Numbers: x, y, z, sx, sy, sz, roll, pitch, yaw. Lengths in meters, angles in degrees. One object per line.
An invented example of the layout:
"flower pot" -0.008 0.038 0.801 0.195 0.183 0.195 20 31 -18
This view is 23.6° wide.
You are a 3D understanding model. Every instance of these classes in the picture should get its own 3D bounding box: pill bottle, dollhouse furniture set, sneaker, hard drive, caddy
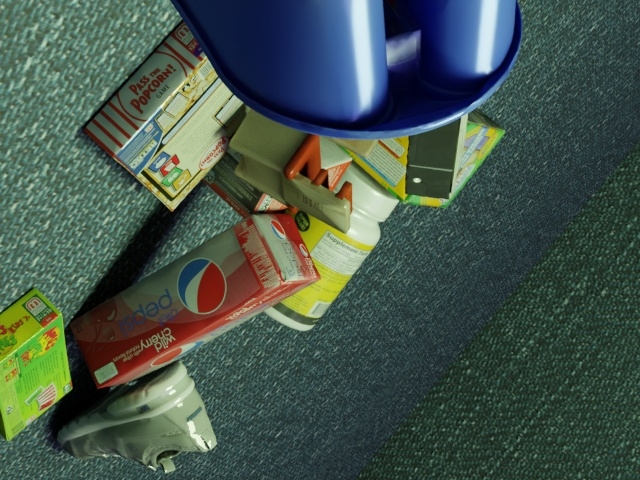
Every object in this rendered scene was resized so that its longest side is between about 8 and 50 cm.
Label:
"pill bottle" 0.000 0.000 1.925 0.208 0.119 0.119 -53 162 15
"dollhouse furniture set" 0.030 -0.151 1.562 0.259 0.135 0.262 -59 167 -18
"sneaker" -0.220 0.232 1.801 0.105 0.115 0.281 -36 -175 -33
"hard drive" 0.139 -0.229 1.647 0.339 0.064 0.237 88 10 -59
"caddy" 0.010 -0.221 1.156 0.241 0.341 0.179 -19 143 -17

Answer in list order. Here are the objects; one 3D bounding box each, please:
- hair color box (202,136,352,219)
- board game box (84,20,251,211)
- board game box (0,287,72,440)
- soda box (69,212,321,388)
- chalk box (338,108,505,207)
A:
"hair color box" -0.052 -0.084 1.674 0.167 0.093 0.053 -20 148 -54
"board game box" -0.136 -0.117 1.484 0.147 0.045 0.193 -48 162 -4
"board game box" -0.312 0.132 1.593 0.092 0.043 0.181 -41 161 -24
"soda box" -0.136 0.066 1.649 0.263 0.083 0.092 -29 169 23
"chalk box" 0.134 -0.131 1.946 0.132 0.132 0.213 -53 160 13
